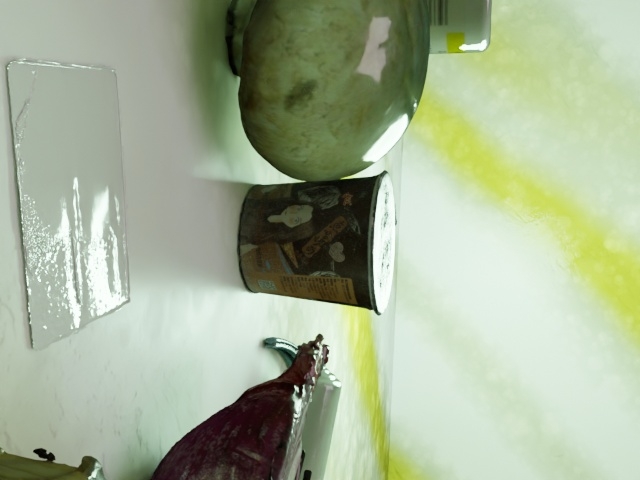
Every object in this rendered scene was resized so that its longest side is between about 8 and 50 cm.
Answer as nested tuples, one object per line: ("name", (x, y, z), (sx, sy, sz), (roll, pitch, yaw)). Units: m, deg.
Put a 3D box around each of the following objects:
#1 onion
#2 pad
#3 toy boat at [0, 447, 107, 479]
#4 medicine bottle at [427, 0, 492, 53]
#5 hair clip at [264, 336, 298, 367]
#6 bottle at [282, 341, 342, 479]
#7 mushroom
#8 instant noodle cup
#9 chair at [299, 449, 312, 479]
("onion", (-0.102, 0.263, 0.760), (0.267, 0.159, 0.349), (93, 9, -58))
("pad", (-0.209, -0.035, 0.587), (0.156, 0.004, 0.232), (-40, 131, -72))
("toy boat", (-0.189, 0.329, 0.479), (0.162, 0.135, 0.446), (-57, 148, -55))
("medicine bottle", (0.107, -0.410, 1.109), (0.208, 0.339, 0.208), (2, 90, -76))
("hair clip", (-0.052, 0.221, 1.224), (0.275, 0.048, 0.083), (64, 34, -54))
("bottle", (-0.026, 0.292, 1.134), (0.104, 0.104, 0.245), (28, 73, -75))
("mushroom", (0.007, -0.250, 0.910), (0.352, 0.260, 0.352), (10, 90, -74))
("instant noodle cup", (0.000, 0.000, 1.029), (0.217, 0.207, 0.218), (1, 90, -76))
("chair", (-0.083, 0.416, 0.985), (0.084, 0.101, 0.213), (77, 19, -46))
